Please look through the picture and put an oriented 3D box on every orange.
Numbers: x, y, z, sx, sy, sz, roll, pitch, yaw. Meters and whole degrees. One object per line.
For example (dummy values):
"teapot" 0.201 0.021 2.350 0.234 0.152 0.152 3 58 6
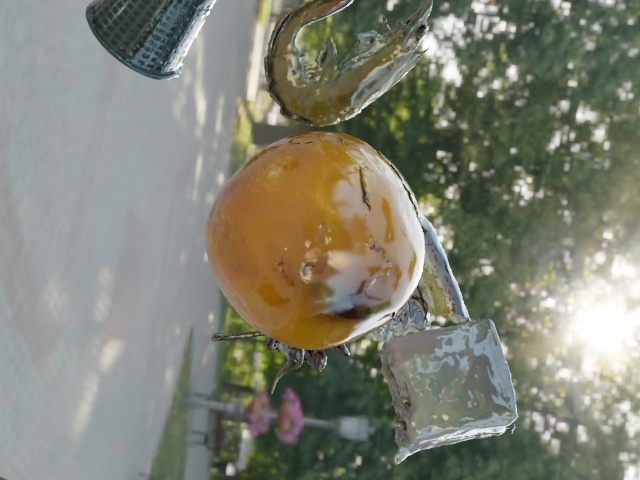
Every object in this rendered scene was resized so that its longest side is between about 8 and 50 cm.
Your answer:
"orange" 0.000 0.000 1.213 0.246 0.246 0.246 -172 -90 -89

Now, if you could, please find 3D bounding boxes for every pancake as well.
"pancake" 0.117 0.026 1.471 0.257 0.056 0.212 -3 88 -55

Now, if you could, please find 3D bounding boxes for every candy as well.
"candy" 0.192 0.226 1.656 0.137 0.195 0.184 114 -34 -70

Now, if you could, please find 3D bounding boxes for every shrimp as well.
"shrimp" 0.032 -0.262 1.461 0.253 0.173 0.058 -45 -169 8

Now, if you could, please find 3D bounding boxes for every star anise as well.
"star anise" -0.045 0.165 1.881 0.234 0.177 0.073 -30 141 -38

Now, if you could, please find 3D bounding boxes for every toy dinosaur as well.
"toy dinosaur" -0.048 0.179 1.785 0.058 0.037 0.180 63 -35 31

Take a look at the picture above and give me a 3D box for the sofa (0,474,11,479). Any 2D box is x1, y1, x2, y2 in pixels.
"sofa" -0.311 0.343 1.050 0.176 0.210 0.225 -59 -150 -5

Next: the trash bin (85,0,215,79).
"trash bin" -0.240 -0.356 1.642 0.161 0.175 0.175 -46 -159 30
